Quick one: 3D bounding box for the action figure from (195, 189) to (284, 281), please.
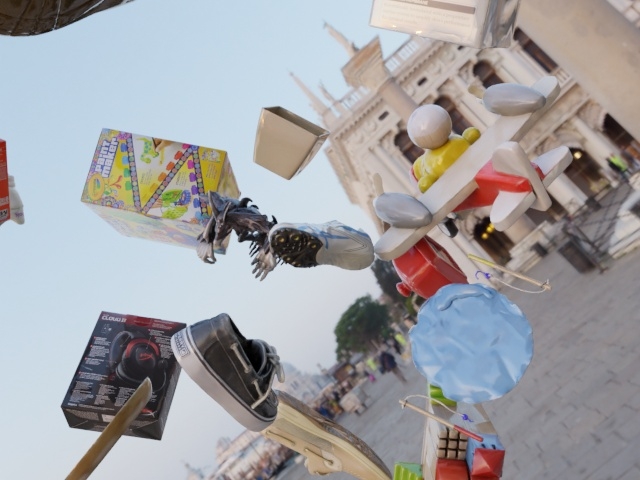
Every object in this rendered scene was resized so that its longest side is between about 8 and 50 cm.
[{"bbox_3d":[-0.139,-0.003,1.109,0.141,0.164,0.275,-68,-24,-3],"label":"action figure"}]

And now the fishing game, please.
[{"bbox_3d":[0.227,0.156,0.912,0.264,0.189,0.041,-66,-29,-9],"label":"fishing game"}]

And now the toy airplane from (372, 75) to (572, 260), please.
[{"bbox_3d":[0.277,-0.150,1.151,0.384,0.272,0.386,-37,9,37],"label":"toy airplane"}]

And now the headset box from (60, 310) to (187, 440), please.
[{"bbox_3d":[-0.448,0.303,1.418,0.110,0.217,0.293,100,177,-46],"label":"headset box"}]

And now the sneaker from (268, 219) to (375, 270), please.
[{"bbox_3d":[0.000,0.000,1.036,0.237,0.086,0.085,12,-43,-44],"label":"sneaker"}]

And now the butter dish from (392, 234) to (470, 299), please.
[{"bbox_3d":[0.201,0.064,1.184,0.159,0.160,0.118,33,-71,-36],"label":"butter dish"}]

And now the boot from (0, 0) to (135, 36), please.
[{"bbox_3d":[-0.305,-0.331,0.612,0.095,0.203,0.262,-32,9,45],"label":"boot"}]

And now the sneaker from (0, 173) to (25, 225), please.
[{"bbox_3d":[-0.799,-0.036,1.293,0.304,0.152,0.114,-22,7,-6],"label":"sneaker"}]

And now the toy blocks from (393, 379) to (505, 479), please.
[{"bbox_3d":[0.233,0.450,1.007,0.261,0.190,0.382,-81,-5,-80],"label":"toy blocks"}]

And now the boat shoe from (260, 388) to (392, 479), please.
[{"bbox_3d":[0.005,0.422,1.211,0.098,0.302,0.109,-57,3,-3],"label":"boat shoe"}]

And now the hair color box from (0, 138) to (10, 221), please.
[{"bbox_3d":[-0.659,-0.124,1.160,0.053,0.093,0.167,-36,-37,-55],"label":"hair color box"}]

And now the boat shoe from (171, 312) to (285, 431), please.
[{"bbox_3d":[-0.112,0.200,0.921,0.104,0.113,0.306,-30,-43,-2],"label":"boat shoe"}]

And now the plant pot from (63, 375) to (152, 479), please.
[{"bbox_3d":[-0.379,0.351,1.077,0.236,0.032,0.236,-50,5,6],"label":"plant pot"}]

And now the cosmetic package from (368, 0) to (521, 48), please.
[{"bbox_3d":[0.172,-0.353,0.701,0.224,0.138,0.225,-33,-42,-60],"label":"cosmetic package"}]

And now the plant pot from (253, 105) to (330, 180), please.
[{"bbox_3d":[-0.060,-0.168,1.046,0.096,0.109,0.109,-63,-4,18],"label":"plant pot"}]

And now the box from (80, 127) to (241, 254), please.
[{"bbox_3d":[-0.352,-0.103,1.390,0.290,0.278,0.177,93,-172,-76],"label":"box"}]
